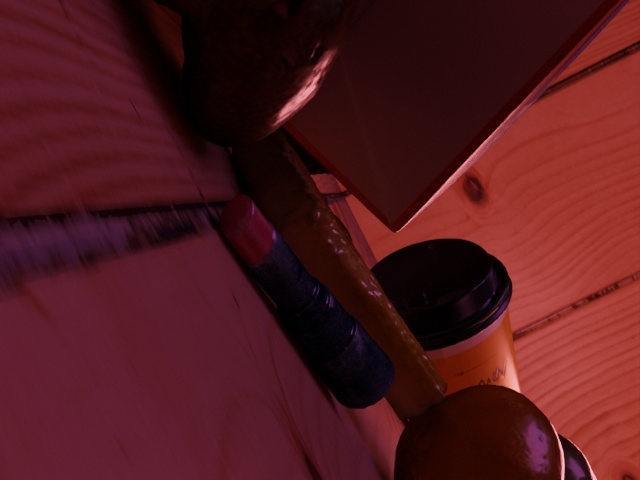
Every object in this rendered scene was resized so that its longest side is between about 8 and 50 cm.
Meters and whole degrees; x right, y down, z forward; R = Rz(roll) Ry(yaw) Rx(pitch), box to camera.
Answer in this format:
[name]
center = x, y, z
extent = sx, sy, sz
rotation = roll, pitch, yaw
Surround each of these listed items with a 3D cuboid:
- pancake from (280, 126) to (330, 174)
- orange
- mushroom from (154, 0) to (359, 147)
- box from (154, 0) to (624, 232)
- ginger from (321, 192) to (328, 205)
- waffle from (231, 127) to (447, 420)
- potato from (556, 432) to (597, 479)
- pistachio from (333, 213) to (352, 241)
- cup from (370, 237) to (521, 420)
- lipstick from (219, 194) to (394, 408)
[pancake]
center = 0.013, -0.196, 1.533
extent = 0.049, 0.282, 0.282
rotation = -35, 100, -49
[orange]
center = 0.133, 0.200, 1.199
extent = 0.136, 0.159, 0.159
rotation = 24, 22, -24
[mushroom]
center = -0.063, -0.206, 1.075
extent = 0.254, 0.267, 0.267
rotation = 29, -8, 18
[box]
center = 0.100, -0.253, 1.293
extent = 0.318, 0.349, 0.257
rotation = 44, 22, 5
[ginger]
center = 0.002, 0.003, 1.462
extent = 0.069, 0.051, 0.173
rotation = 55, 6, -43
[waffle]
center = 0.009, 0.020, 1.219
extent = 0.221, 0.055, 0.248
rotation = 56, 2, -26
[potato]
center = 0.250, 0.340, 1.386
extent = 0.351, 0.202, 0.218
rotation = 56, -10, 16
[pistachio]
center = 0.008, -0.005, 1.606
extent = 0.089, 0.049, 0.173
rotation = 62, 4, -23
[cup]
center = 0.162, 0.145, 1.717
extent = 0.196, 0.196, 0.280
rotation = -110, 180, -60
[lipstick]
center = -0.009, 0.045, 1.012
extent = 0.234, 0.053, 0.053
rotation = 56, 7, -47
